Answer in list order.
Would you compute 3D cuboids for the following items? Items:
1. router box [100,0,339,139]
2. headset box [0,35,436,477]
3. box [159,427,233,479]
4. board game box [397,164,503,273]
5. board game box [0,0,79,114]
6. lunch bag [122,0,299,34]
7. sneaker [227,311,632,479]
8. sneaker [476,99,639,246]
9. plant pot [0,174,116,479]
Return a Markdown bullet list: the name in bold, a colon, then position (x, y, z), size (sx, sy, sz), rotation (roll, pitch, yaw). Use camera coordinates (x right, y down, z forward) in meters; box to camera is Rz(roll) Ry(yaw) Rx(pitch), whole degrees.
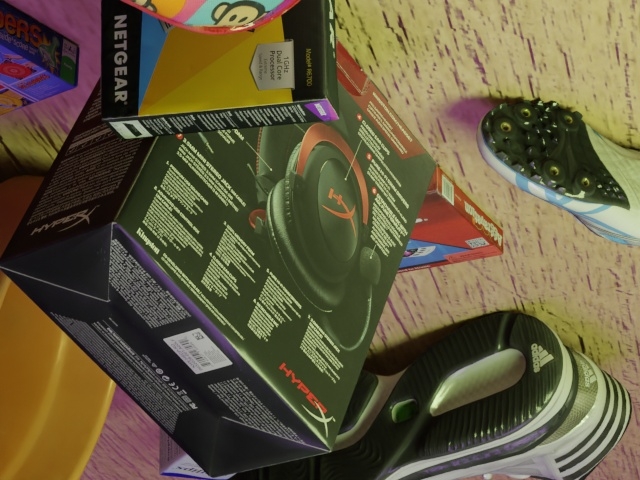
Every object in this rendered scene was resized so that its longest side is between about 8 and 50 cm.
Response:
- **router box**: position (-0.059, -0.154, 1.142), size (0.133, 0.179, 0.046), rotation (-5, 165, 9)
- **headset box**: position (-0.051, -0.031, 1.278), size (0.110, 0.293, 0.218), rotation (-17, 127, 37)
- **box**: position (-0.103, 0.158, 1.926), size (0.072, 0.126, 0.137), rotation (9, 156, -23)
- **board game box**: position (0.000, 0.000, 1.687), size (0.281, 0.027, 0.145), rotation (-11, 153, 25)
- **board game box**: position (-0.291, -0.122, 1.400), size (0.201, 0.035, 0.136), rotation (-16, 152, 32)
- **lunch bag**: position (-0.074, -0.246, 0.962), size (0.293, 0.120, 0.258), rotation (20, 128, -38)
- **sneaker**: position (0.116, 0.221, 2.015), size (0.447, 0.169, 0.257), rotation (-19, 148, 33)
- **sneaker**: position (0.208, -0.042, 1.516), size (0.237, 0.085, 0.086), rotation (18, 146, -32)
- **plant pot**: position (-0.302, 0.077, 1.594), size (0.203, 0.291, 0.291), rotation (11, 160, 16)
